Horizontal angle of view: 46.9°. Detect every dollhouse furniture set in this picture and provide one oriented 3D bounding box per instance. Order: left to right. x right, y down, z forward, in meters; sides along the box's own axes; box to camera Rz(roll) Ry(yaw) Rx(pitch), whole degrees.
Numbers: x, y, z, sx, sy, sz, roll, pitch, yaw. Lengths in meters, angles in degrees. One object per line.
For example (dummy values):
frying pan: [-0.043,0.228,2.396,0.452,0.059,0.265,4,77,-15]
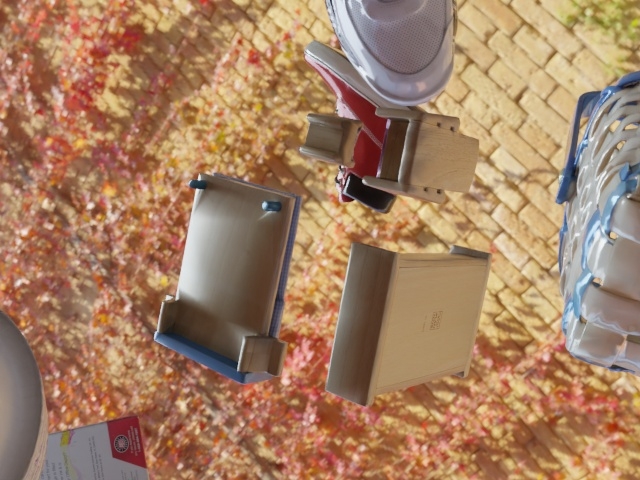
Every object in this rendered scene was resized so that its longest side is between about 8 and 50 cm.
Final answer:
dollhouse furniture set: [0.000,0.000,0.780,0.304,0.286,0.198,15,-172,35]

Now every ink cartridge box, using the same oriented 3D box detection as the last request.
ink cartridge box: [-0.299,0.290,0.882,0.175,0.072,0.127,-8,-102,-23]

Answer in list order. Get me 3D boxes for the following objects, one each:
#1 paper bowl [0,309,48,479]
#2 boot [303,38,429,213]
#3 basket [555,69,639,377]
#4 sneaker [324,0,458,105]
paper bowl: [-0.378,0.152,0.610,0.285,0.148,0.284,8,-125,-12]
boot: [0.036,-0.156,1.046,0.244,0.176,0.088,44,-155,16]
basket: [0.282,-0.020,0.505,0.255,0.201,0.289,18,-140,20]
sneaker: [0.049,-0.302,0.690,0.210,0.138,0.365,-64,-39,-75]
